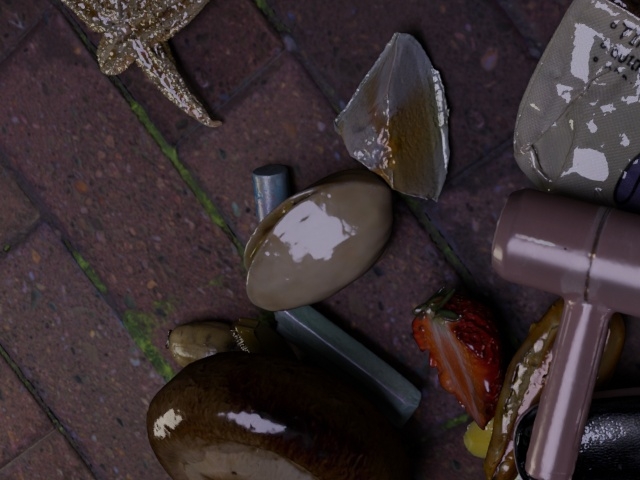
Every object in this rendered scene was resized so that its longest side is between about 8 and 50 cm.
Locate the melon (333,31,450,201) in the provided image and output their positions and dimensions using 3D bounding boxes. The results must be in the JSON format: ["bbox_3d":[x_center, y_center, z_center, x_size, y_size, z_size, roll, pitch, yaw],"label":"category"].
[{"bbox_3d":[0.069,-0.136,1.519,0.139,0.093,0.203,3,109,37],"label":"melon"}]

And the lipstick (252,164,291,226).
[{"bbox_3d":[-0.056,-0.015,1.668,0.048,0.048,0.158,6,114,27],"label":"lipstick"}]

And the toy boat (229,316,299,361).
[{"bbox_3d":[-0.065,0.154,1.733,0.049,0.047,0.149,-5,133,41],"label":"toy boat"}]

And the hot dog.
[{"bbox_3d":[0.262,0.186,1.530,0.115,0.072,0.269,16,108,-19],"label":"hot dog"}]

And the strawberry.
[{"bbox_3d":[0.180,0.139,1.573,0.187,0.082,0.146,69,166,-18],"label":"strawberry"}]

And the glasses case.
[{"bbox_3d":[0.372,0.222,1.466,0.314,0.075,0.122,-6,109,6],"label":"glasses case"}]

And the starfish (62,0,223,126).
[{"bbox_3d":[-0.212,-0.270,1.641,0.295,0.048,0.231,44,126,4],"label":"starfish"}]

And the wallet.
[{"bbox_3d":[0.349,-0.106,1.378,0.335,0.068,0.275,36,131,7],"label":"wallet"}]

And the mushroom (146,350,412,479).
[{"bbox_3d":[-0.052,0.265,1.671,0.345,0.345,0.239,-42,44,36],"label":"mushroom"}]

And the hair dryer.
[{"bbox_3d":[0.252,0.129,1.400,0.189,0.107,0.344,15,99,18],"label":"hair dryer"}]

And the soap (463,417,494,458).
[{"bbox_3d":[0.258,0.239,1.613,0.168,0.033,0.089,11,108,25],"label":"soap"}]

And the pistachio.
[{"bbox_3d":[0.000,0.000,1.587,0.152,0.126,0.223,26,124,-34],"label":"pistachio"}]

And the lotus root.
[{"bbox_3d":[-0.150,0.146,1.787,0.151,0.063,0.072,-1,102,31],"label":"lotus root"}]

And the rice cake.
[{"bbox_3d":[0.031,0.153,1.691,0.221,0.042,0.080,37,152,9],"label":"rice cake"}]
